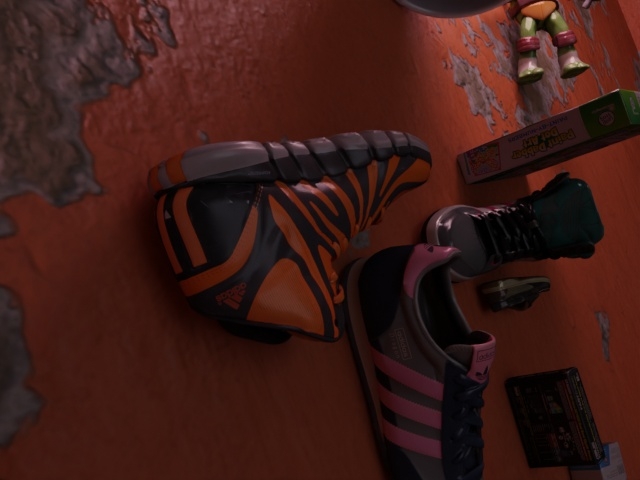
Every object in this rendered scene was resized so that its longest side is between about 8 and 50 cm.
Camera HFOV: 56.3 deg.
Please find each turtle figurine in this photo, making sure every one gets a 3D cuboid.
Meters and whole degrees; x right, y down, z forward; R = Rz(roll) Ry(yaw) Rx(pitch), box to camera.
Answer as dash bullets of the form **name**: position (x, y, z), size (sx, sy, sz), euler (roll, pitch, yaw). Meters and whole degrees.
- **turtle figurine**: position (0.443, -0.457, 1.152), size (0.197, 0.274, 0.266), euler (-6, 87, -33)

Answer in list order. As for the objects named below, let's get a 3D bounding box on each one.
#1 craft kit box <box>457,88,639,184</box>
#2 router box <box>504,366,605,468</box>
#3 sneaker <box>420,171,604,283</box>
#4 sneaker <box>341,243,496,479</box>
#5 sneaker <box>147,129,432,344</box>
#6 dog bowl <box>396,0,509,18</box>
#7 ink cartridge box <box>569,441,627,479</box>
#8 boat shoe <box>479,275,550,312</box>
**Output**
- **craft kit box**: position (0.380, -0.157, 0.930), size (0.249, 0.246, 0.061), euler (-13, 82, -48)
- **router box**: position (0.312, 0.237, 0.799), size (0.038, 0.092, 0.123), euler (-6, 78, -48)
- **sneaker**: position (0.279, -0.016, 0.808), size (0.295, 0.178, 0.124), euler (-10, 81, -48)
- **sneaker**: position (0.124, 0.156, 0.603), size (0.112, 0.131, 0.319), euler (-17, 86, -50)
- **sneaker**: position (0.000, 0.000, 0.565), size (0.321, 0.124, 0.180), euler (-14, 87, -38)
- **dog bowl**: position (0.202, -0.459, 0.856), size (0.265, 0.265, 0.104), euler (27, 53, -37)
- **ink cartridge box**: position (0.419, 0.369, 0.887), size (0.088, 0.052, 0.123), euler (9, 65, -44)
- **boat shoe**: position (0.288, 0.079, 0.878), size (0.152, 0.056, 0.049), euler (-1, 79, -38)
